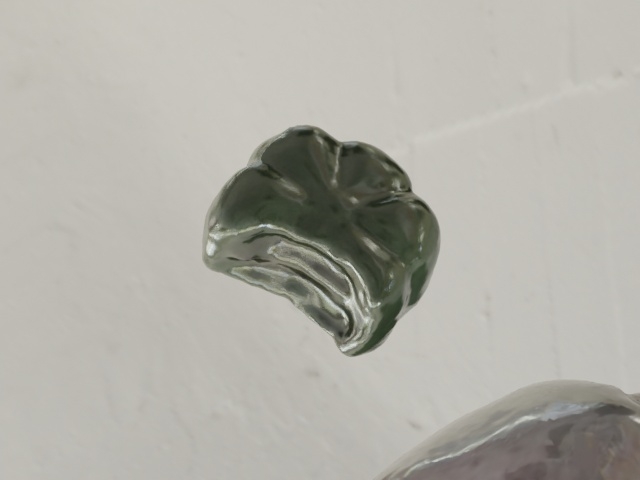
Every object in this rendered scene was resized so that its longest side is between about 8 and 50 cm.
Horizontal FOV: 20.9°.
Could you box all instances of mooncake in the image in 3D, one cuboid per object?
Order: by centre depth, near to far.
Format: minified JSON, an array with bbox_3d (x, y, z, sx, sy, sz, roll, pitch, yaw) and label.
[{"bbox_3d":[0.000,0.000,1.295,0.175,0.104,0.168,3,-118,-11],"label":"mooncake"}]

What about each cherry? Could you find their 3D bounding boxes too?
[{"bbox_3d":[0.192,0.260,1.477,0.335,0.291,0.326,3,-141,31],"label":"cherry"}]
